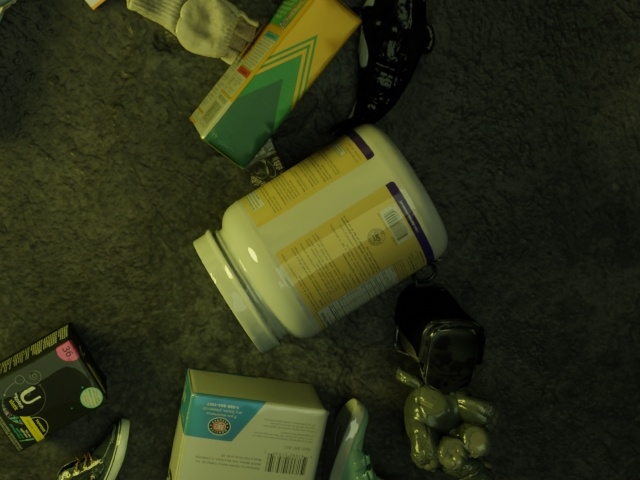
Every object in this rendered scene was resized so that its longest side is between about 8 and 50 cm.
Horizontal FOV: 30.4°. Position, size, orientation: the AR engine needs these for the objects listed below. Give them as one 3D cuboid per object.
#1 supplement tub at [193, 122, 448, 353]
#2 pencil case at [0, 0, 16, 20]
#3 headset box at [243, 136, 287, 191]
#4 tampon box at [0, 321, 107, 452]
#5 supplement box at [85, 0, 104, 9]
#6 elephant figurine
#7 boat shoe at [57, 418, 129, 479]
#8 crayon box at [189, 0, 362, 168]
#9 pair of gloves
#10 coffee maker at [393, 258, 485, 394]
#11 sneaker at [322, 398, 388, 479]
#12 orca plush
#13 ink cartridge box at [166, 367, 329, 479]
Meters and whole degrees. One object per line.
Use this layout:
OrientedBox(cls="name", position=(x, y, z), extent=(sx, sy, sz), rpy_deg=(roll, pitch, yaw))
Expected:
OrientedBox(cls="supplement tub", position=(0.000, 0.000, 1.793), extent=(0.331, 0.241, 0.241), rpy_deg=(-32, 107, -2))
OrientedBox(cls="pencil case", position=(-0.529, -0.275, 1.691), extent=(0.124, 0.113, 0.273), rpy_deg=(15, 100, -34))
OrientedBox(cls="headset box", position=(-0.089, -0.116, 1.856), extent=(0.062, 0.032, 0.083), rpy_deg=(-25, 108, -3))
OrientedBox(cls="tampon box", position=(-0.430, 0.227, 1.837), extent=(0.161, 0.101, 0.120), rpy_deg=(-30, 108, -3))
OrientedBox(cls="supplement box", position=(-0.343, -0.397, 1.735), extent=(0.062, 0.036, 0.098), rpy_deg=(-39, 108, -2))
OrientedBox(cls="elephant figurine", position=(0.217, 0.336, 1.975), extent=(0.169, 0.239, 0.186), rpy_deg=(2, 68, 11))
OrientedBox(cls="boat shoe", position=(-0.371, 0.364, 1.901), extent=(0.083, 0.065, 0.183), rpy_deg=(19, 100, -16))
OrientedBox(cls="crayon box", position=(-0.056, -0.268, 1.736), extent=(0.083, 0.203, 0.323), rpy_deg=(37, 94, -17))
OrientedBox(cls="pair of gloves", position=(-0.151, -0.391, 1.724), extent=(0.204, 0.042, 0.240), rpy_deg=(31, 83, -32))
OrientedBox(cls="coffee maker", position=(0.184, 0.137, 1.894), extent=(0.120, 0.178, 0.171), rpy_deg=(-19, 106, -7))
OrientedBox(cls="sneaker", position=(0.087, 0.383, 1.978), extent=(0.151, 0.094, 0.256), rpy_deg=(8, 112, -7))
OrientedBox(cls="orca plush", position=(0.096, -0.285, 1.814), extent=(0.151, 0.102, 0.287), rpy_deg=(30, 97, -16))
OrientedBox(cls="ink cartridge box", position=(-0.132, 0.383, 1.918), extent=(0.223, 0.129, 0.307), rpy_deg=(9, 101, -13))
